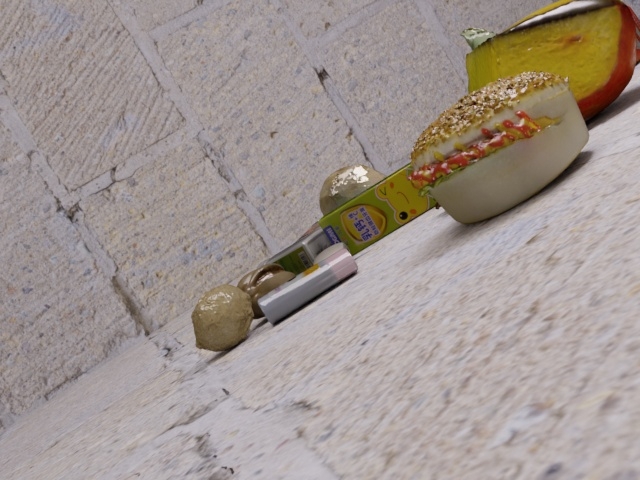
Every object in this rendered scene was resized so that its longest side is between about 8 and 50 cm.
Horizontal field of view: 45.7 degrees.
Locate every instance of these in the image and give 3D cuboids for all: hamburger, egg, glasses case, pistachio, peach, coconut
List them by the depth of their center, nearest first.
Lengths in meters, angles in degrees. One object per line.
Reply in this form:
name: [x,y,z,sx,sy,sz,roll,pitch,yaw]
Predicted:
hamburger: [0.277,-0.156,1.200,0.276,0.179,0.294,-30,5,36]
egg: [-0.193,0.154,1.487,0.118,0.116,0.140,7,65,51]
peach: [0.468,-0.335,1.524,0.306,0.242,0.380,-14,1,-5]
pistachio: [-0.107,0.106,1.580,0.149,0.113,0.113,-16,-8,-43]
glasses case: [0.026,0.042,1.613,0.081,0.051,0.204,-33,4,6]
coconut: [0.086,-0.096,1.849,0.194,0.194,0.194,-32,4,3]

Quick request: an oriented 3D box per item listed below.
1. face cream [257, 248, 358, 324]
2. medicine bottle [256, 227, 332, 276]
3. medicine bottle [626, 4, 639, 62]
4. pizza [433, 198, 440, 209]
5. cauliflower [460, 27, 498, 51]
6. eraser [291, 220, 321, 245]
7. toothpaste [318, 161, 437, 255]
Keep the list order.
face cream: [-0.023,0.084,1.441,0.198,0.057,0.084,-33,5,-3]
medicine bottle: [-0.062,0.056,1.849,0.188,0.088,0.132,-30,5,32]
medicine bottle: [0.750,-0.502,1.980,0.222,0.149,0.112,-35,5,-34]
pizza: [0.274,-0.106,1.434,0.154,0.069,0.194,-35,-2,-31]
cauliflower: [0.467,-0.381,1.877,0.260,0.281,0.327,11,41,42]
eraser: [0.000,0.000,2.062,0.171,0.087,0.290,-29,5,20]
toothpaste: [0.158,-0.084,1.716,0.327,0.110,0.077,-31,7,12]
